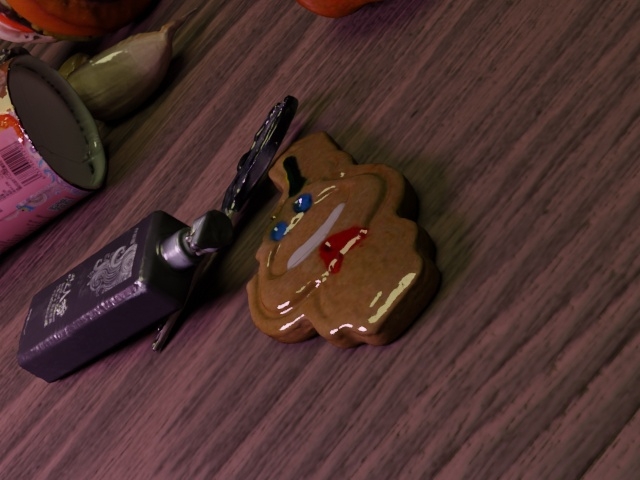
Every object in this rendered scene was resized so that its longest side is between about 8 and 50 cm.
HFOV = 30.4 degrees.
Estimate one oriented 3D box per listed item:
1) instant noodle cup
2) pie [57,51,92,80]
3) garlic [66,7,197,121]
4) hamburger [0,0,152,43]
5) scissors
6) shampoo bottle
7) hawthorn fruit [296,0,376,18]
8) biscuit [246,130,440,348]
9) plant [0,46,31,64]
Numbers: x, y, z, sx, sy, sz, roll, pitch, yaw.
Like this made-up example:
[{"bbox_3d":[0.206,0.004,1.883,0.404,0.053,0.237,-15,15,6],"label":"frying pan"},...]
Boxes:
[{"bbox_3d":[-0.419,-0.098,1.480,0.231,0.243,0.243,-27,38,16],"label":"instant noodle cup"},{"bbox_3d":[-0.374,-0.250,1.770,0.084,0.020,0.084,-30,35,24],"label":"pie"},{"bbox_3d":[-0.254,-0.235,1.570,0.198,0.090,0.129,-33,23,28],"label":"garlic"},{"bbox_3d":[-0.397,-0.446,1.729,0.250,0.330,0.330,2,57,44],"label":"hamburger"},{"bbox_3d":[-0.102,-0.019,1.215,0.300,0.022,0.109,-62,12,-14],"label":"scissors"},{"bbox_3d":[-0.195,0.047,1.190,0.309,0.071,0.098,-29,36,38],"label":"shampoo bottle"},{"bbox_3d":[0.024,-0.364,1.272,0.196,0.225,0.197,-25,29,15],"label":"hawthorn fruit"},{"bbox_3d":[0.006,-0.008,1.087,0.183,0.047,0.320,-32,35,16],"label":"biscuit"},{"bbox_3d":[-0.435,-0.197,1.673,0.203,0.142,0.131,18,60,41],"label":"plant"}]
